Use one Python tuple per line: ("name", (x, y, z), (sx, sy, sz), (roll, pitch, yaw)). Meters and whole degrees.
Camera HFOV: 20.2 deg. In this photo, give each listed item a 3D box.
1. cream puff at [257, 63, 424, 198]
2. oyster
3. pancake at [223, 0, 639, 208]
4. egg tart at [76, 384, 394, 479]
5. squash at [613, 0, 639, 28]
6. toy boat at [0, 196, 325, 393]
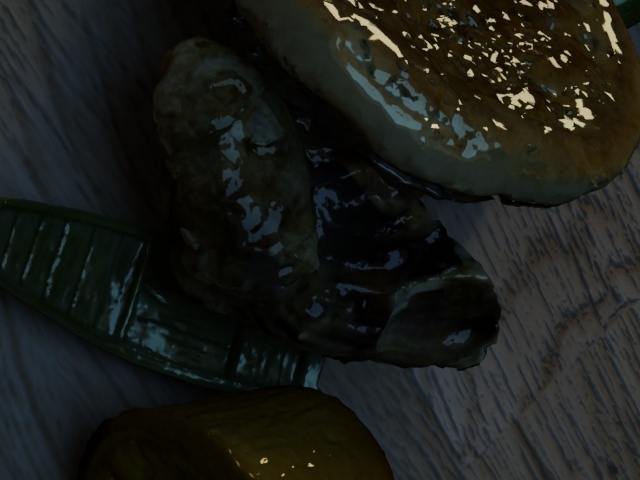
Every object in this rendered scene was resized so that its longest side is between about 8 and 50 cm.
("cream puff", (0.012, -0.085, 1.284), (0.121, 0.156, 0.156), (-5, 95, -80))
("oyster", (0.003, -0.004, 1.196), (0.294, 0.094, 0.166), (26, 95, -10))
("pancake", (0.073, -0.170, 1.259), (0.382, 0.071, 0.382), (25, 38, -21))
("egg tart", (-0.051, 0.196, 1.198), (0.171, 0.215, 0.215), (-20, 101, -43))
("squash", (0.298, -0.235, 1.535), (0.229, 0.066, 0.066), (-27, 104, -33))
("toy boat", (-0.117, 0.041, 1.239), (0.293, 0.055, 0.093), (24, 76, -33))
